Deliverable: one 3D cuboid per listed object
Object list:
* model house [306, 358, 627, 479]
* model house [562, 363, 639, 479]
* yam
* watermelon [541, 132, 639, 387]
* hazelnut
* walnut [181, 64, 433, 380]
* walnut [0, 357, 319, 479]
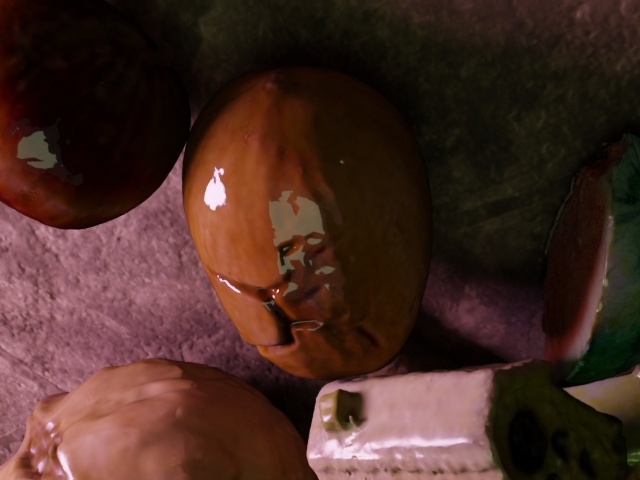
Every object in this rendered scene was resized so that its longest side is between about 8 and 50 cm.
[{"bbox_3d":[0.116,0.192,0.817,0.193,0.175,0.234,-11,148,40],"label":"model house"},{"bbox_3d":[0.329,0.242,0.953,0.211,0.170,0.194,-21,120,24],"label":"model house"},{"bbox_3d":[0.075,0.122,0.969,0.299,0.066,0.066,31,128,-15],"label":"yam"},{"bbox_3d":[0.282,0.034,0.829,0.146,0.128,0.231,3,137,-8],"label":"watermelon"},{"bbox_3d":[-0.203,-0.111,0.758,0.178,0.178,0.204,-33,93,31],"label":"hazelnut"},{"bbox_3d":[0.000,0.000,0.797,0.203,0.203,0.298,-12,119,20],"label":"walnut"},{"bbox_3d":[-0.164,0.312,0.997,0.383,0.384,0.384,5,130,6],"label":"walnut"}]
